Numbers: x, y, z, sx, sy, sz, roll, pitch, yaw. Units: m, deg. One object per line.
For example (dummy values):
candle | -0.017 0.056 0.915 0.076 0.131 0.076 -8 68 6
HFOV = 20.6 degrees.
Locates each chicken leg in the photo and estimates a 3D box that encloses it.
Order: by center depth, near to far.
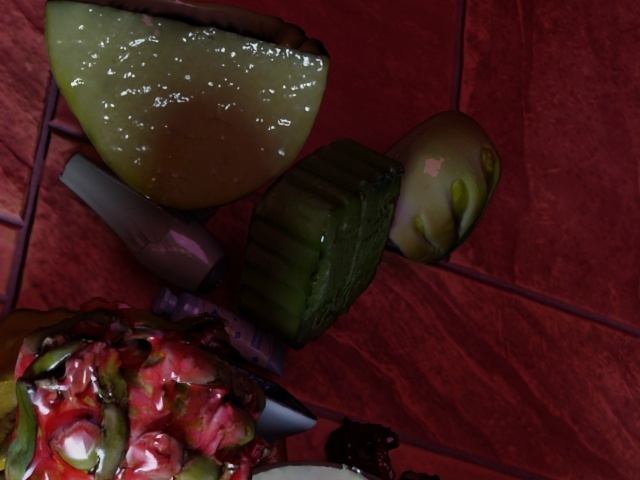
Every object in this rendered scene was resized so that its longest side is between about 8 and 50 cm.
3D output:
chicken leg | 0.064 0.274 2.003 0.089 0.048 0.219 -22 39 -5

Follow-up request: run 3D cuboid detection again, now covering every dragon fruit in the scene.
dragon fruit | -0.180 0.177 1.685 0.231 0.237 0.302 -63 146 -34

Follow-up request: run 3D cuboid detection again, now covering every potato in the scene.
potato | -0.156 -0.171 2.063 0.330 0.212 0.280 13 14 2

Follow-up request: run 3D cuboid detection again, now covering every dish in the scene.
dish | -0.140 0.164 1.941 0.243 0.182 0.080 27 91 -17

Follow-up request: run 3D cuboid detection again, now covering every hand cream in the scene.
hand cream | -0.114 0.103 2.040 0.171 0.043 0.065 27 40 -21

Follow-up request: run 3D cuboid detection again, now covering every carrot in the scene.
carrot | -0.054 0.286 1.980 0.048 0.048 0.139 5 66 -29

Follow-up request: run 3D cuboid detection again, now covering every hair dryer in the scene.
hair dryer | -0.195 -0.057 2.065 0.219 0.088 0.225 25 42 -13

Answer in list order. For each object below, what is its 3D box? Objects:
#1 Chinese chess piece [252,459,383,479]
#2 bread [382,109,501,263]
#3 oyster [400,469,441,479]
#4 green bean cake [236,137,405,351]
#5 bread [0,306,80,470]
Chinese chess piece | -0.016 0.404 1.828 0.349 0.146 0.349 3 70 -8
bread | 0.147 -0.072 2.213 0.158 0.156 0.261 49 52 2
oyster | 0.138 0.320 2.034 0.105 0.056 0.177 40 20 -6
green bean cake | 0.000 0.000 2.041 0.113 0.214 0.200 28 37 19
bread | -0.318 0.161 1.829 0.233 0.161 0.088 -50 121 -42
